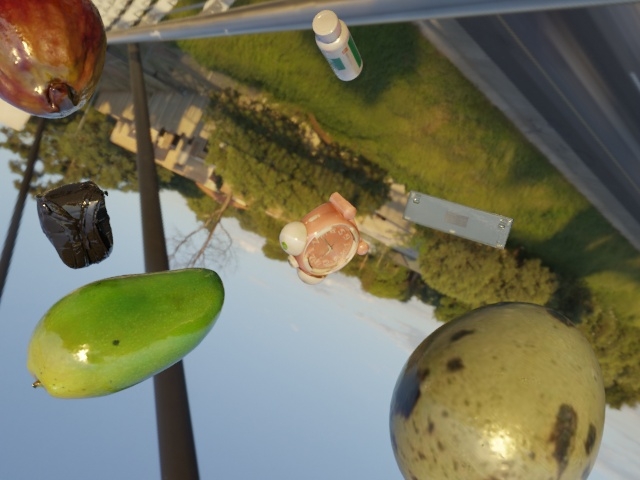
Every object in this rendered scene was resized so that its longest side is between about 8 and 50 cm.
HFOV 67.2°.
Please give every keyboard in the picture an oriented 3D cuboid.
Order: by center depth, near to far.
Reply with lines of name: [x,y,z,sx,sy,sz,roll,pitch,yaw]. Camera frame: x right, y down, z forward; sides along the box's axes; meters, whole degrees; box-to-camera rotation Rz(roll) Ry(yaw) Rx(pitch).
keyboard: [0.231,-0.037,0.818,0.176,0.055,0.014,18,-170,16]

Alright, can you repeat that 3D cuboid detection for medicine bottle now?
medicine bottle: [0.049,-0.538,1.338,0.095,0.095,0.260,26,-179,17]

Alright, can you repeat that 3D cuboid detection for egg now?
egg: [0.318,0.298,0.876,0.345,0.428,0.345,35,164,12]

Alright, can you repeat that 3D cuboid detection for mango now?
mango: [-0.364,0.161,0.940,0.381,0.201,0.225,-27,-144,-26]

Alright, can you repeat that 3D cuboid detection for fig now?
fig: [-0.498,-0.343,0.853,0.223,0.263,0.224,2,170,0]

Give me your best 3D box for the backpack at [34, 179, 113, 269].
backpack: [-0.465,-0.030,0.917,0.119,0.165,0.106,-17,-138,-34]

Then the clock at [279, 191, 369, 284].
clock: [0.000,0.000,0.980,0.093,0.162,0.166,46,166,43]
